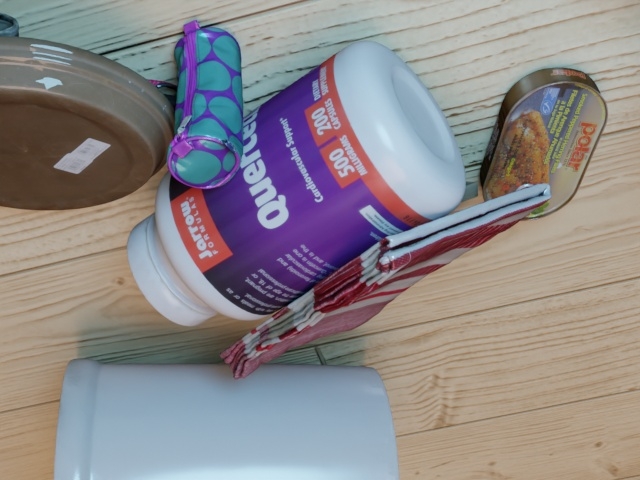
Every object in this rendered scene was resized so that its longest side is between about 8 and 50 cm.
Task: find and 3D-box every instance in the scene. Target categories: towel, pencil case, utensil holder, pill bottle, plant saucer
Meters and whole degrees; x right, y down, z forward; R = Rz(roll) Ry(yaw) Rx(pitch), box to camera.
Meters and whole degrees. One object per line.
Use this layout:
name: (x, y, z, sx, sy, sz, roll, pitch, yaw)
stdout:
towel: (0.062, 0.047, 0.988, 0.237, 0.037, 0.329, -20, 168, -38)
pencil case: (-0.103, -0.123, 0.862, 0.064, 0.152, 0.070, -21, 140, 21)
utensil holder: (-0.119, 0.309, 1.188, 0.385, 0.328, 0.328, 0, 136, -8)
pill bottle: (-0.033, -0.040, 0.933, 0.323, 0.182, 0.181, -31, 130, 24)
plant saucer: (-0.272, -0.095, 0.892, 0.277, 0.041, 0.278, -3, 156, -1)

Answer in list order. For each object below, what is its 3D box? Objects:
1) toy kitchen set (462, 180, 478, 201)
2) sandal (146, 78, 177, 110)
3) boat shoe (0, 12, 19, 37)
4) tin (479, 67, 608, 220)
toy kitchen set: (0.118, -0.083, 1.016, 0.068, 0.075, 0.083, 9, 109, 40)
sandal: (-0.168, -0.134, 0.919, 0.179, 0.040, 0.067, 13, 144, -32)
boat shoe: (-0.376, -0.189, 0.831, 0.219, 0.078, 0.070, 5, 137, -21)
tin: (0.231, -0.098, 1.000, 0.106, 0.040, 0.190, 6, 135, -5)
